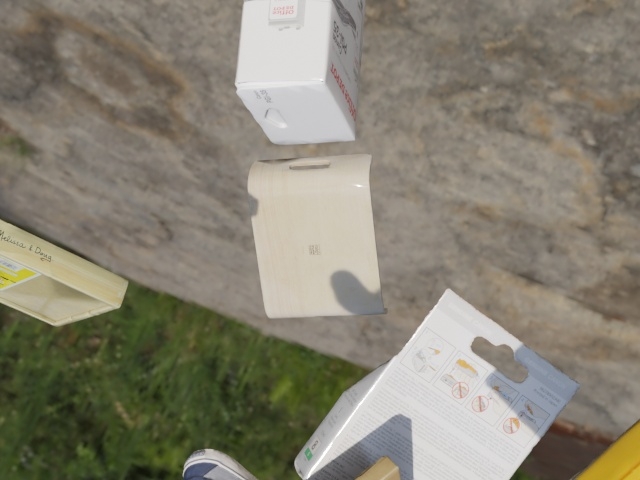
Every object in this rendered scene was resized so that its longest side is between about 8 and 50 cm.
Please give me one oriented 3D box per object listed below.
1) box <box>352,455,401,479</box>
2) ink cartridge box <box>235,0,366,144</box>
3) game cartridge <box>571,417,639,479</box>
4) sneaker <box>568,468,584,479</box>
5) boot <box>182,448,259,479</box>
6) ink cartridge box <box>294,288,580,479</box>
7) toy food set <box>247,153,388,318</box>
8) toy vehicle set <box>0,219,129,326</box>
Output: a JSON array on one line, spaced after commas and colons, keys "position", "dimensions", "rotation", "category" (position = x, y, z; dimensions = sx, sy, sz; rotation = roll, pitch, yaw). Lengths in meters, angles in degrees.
[{"position": [-0.007, 0.287, 0.992], "dimensions": [0.021, 0.201, 0.164], "rotation": [42, 158, 34], "category": "box"}, {"position": [-0.018, -0.287, 1.486], "dimensions": [0.117, 0.282, 0.207], "rotation": [0, 164, 13], "category": "ink cartridge box"}, {"position": [0.298, 0.188, 0.706], "dimensions": [0.285, 0.324, 0.052], "rotation": [44, -173, -21], "category": "game cartridge"}, {"position": [0.419, 0.364, 1.552], "dimensions": [0.290, 0.105, 0.123], "rotation": [-11, -155, -35], "category": "sneaker"}, {"position": [-0.063, 0.289, 1.141], "dimensions": [0.190, 0.086, 0.069], "rotation": [34, 124, -19], "category": "boot"}, {"position": [0.111, 0.176, 1.111], "dimensions": [0.181, 0.224, 0.056], "rotation": [35, -179, -19], "category": "ink cartridge box"}, {"position": [0.000, 0.000, 2.081], "dimensions": [0.220, 0.092, 0.306], "rotation": [-2, 112, 13], "category": "toy food set"}, {"position": [-0.373, 0.023, 1.322], "dimensions": [0.267, 0.035, 0.166], "rotation": [29, 152, -31], "category": "toy vehicle set"}]
